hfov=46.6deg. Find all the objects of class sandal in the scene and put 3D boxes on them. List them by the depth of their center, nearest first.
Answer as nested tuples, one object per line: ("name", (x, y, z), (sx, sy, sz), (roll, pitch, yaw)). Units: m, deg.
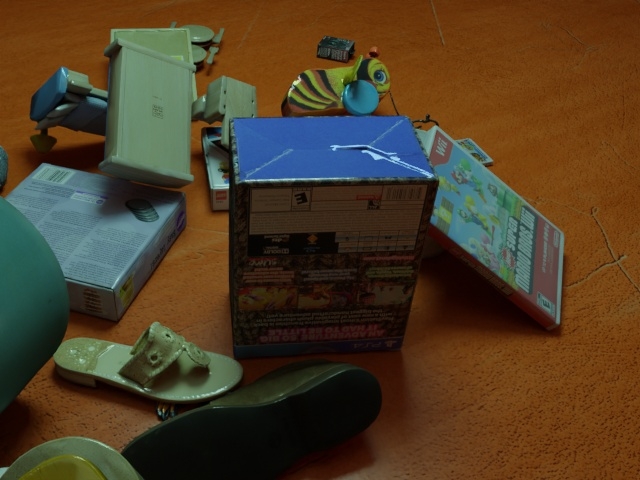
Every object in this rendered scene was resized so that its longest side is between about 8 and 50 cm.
("sandal", (-0.217, 0.138, 0.915), (0.240, 0.079, 0.088), (5, 36, 5))

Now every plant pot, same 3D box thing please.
("plant pot", (-0.439, 0.103, 0.743), (0.293, 0.293, 0.235), (7, 29, 2))

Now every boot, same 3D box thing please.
("boot", (-0.086, 0.215, 0.859), (0.305, 0.112, 0.115), (-17, 13, -19))

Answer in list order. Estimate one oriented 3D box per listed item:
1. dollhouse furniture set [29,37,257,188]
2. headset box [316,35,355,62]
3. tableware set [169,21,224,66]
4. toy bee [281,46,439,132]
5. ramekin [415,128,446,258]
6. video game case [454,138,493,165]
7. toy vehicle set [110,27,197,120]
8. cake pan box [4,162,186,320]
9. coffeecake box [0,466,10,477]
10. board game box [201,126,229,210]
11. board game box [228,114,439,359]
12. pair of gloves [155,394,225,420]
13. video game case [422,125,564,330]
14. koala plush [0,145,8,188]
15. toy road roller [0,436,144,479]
("dollhouse furniture set", (-0.310, -0.158, 1.253), (0.286, 0.303, 0.198), (12, 71, -40))
("headset box", (0.040, -0.445, 1.732), (0.083, 0.032, 0.062), (13, 39, 12))
("tableware set", (-0.289, -0.430, 1.667), (0.128, 0.039, 0.194), (8, 38, -1))
("toy bee", (0.066, -0.295, 1.448), (0.298, 0.195, 0.162), (9, 71, -38))
("ramekin", (0.148, -0.084, 1.180), (0.207, 0.109, 0.207), (14, 47, -16))
("video game case", (0.255, -0.162, 1.417), (0.122, 0.011, 0.087), (-11, 41, -20))
("toy vehicle set", (-0.340, -0.340, 1.510), (0.166, 0.035, 0.267), (-4, 50, -11))
("cake pan box", (-0.368, -0.009, 1.106), (0.266, 0.070, 0.246), (12, 37, 8))
("coffeecake box", (-0.300, 0.298, 0.723), (0.185, 0.068, 0.142), (-2, 39, -10))
("board game box", (-0.050, -0.137, 1.315), (0.305, 0.053, 0.193), (-4, 40, -12))
("board game box", (0.000, 0.000, 0.956), (0.232, 0.291, 0.141), (-1, 40, -10))
("pair of gloves", (-0.160, 0.195, 0.918), (0.083, 0.010, 0.074), (8, 38, 1))
("video game case", (0.251, -0.022, 1.095), (0.285, 0.025, 0.204), (37, 43, -14))
("koala plush", (-0.605, -0.180, 1.166), (0.203, 0.221, 0.196), (13, 39, 9))
("toy road roller", (-0.178, 0.338, 0.544), (0.240, 0.202, 0.329), (-33, 74, -19))
